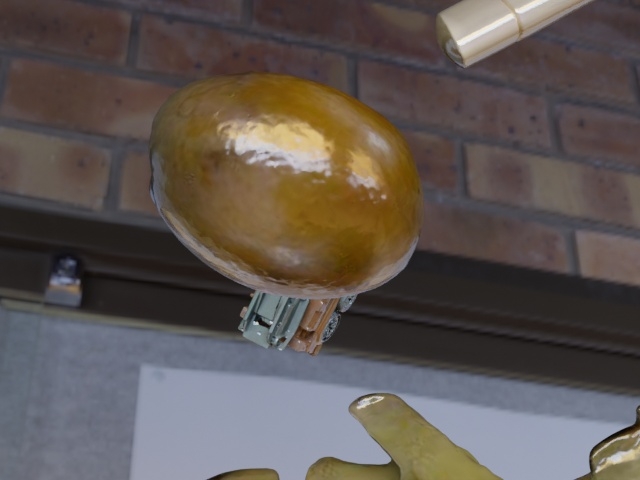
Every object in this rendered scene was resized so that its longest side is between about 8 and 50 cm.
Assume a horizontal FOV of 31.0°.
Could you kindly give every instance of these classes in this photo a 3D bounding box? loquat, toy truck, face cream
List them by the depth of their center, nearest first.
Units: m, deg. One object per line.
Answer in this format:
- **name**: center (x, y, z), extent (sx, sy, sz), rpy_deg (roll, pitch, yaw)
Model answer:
- **loquat**: center (-0.029, -0.045, 0.917), extent (0.227, 0.179, 0.179), rpy_deg (22, 142, -12)
- **face cream**: center (0.313, -0.344, 1.595), extent (0.348, 0.173, 0.081), rpy_deg (-28, 107, -5)
- **toy truck**: center (0.000, 0.000, 1.706), extent (0.133, 0.338, 0.184), rpy_deg (30, -173, 18)

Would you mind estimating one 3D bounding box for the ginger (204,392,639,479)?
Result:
- **ginger**: center (0.098, 0.189, 0.744), extent (0.413, 0.211, 0.358), rpy_deg (-19, -178, -40)
